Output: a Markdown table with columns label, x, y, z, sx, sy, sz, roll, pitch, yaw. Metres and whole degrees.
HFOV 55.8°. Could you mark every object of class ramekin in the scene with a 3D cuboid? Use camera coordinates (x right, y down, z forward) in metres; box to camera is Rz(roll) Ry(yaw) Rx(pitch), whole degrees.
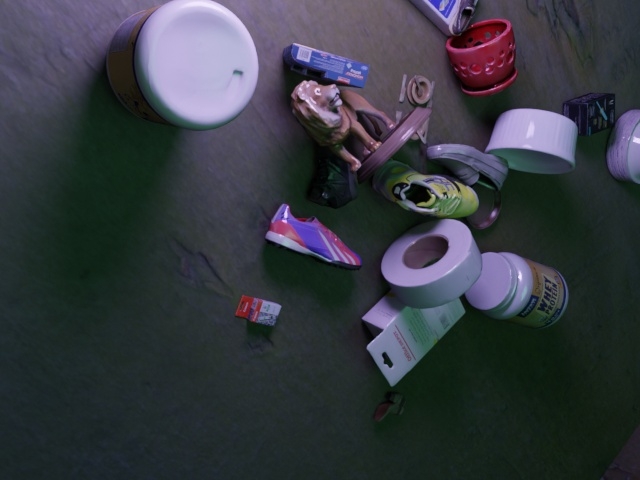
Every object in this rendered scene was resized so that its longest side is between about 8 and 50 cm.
| label | x | y | z | sx | sy | sz | roll | pitch | yaw |
| --- | --- | --- | --- | --- | --- | --- | --- | --- | --- |
| ramekin | 0.672 | -0.312 | 1.913 | 0.277 | 0.277 | 0.135 | 17 | 86 | -34 |

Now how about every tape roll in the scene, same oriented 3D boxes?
| label | x | y | z | sx | sy | sz | roll | pitch | yaw |
| --- | --- | --- | --- | --- | --- | --- | --- | --- | --- |
| tape roll | 0.327 | 0.065 | 1.780 | 0.286 | 0.286 | 0.100 | -42 | 121 | -16 |

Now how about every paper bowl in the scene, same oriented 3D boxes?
| label | x | y | z | sx | sy | sz | roll | pitch | yaw |
| --- | --- | --- | --- | --- | --- | --- | --- | --- | --- |
| paper bowl | 1.256 | -0.360 | 2.342 | 0.284 | 0.148 | 0.284 | -10 | 109 | -31 |

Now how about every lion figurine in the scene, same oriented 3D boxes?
| label | x | y | z | sx | sy | sz | roll | pitch | yaw |
| --- | --- | --- | --- | --- | --- | --- | --- | --- | --- |
| lion figurine | 0.056 | -0.317 | 1.555 | 0.240 | 0.392 | 0.142 | 44 | 110 | -4 |

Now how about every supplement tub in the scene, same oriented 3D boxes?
| label | x | y | z | sx | sy | sz | roll | pitch | yaw |
| --- | --- | --- | --- | --- | --- | --- | --- | --- | --- |
| supplement tub | 0.662 | 0.168 | 2.055 | 0.316 | 0.228 | 0.228 | 16 | 94 | -35 |
| supplement tub | -0.298 | -0.355 | 1.240 | 0.241 | 0.331 | 0.241 | -9 | 107 | -30 |

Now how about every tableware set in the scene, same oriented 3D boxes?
| label | x | y | z | sx | sy | sz | roll | pitch | yaw |
| --- | --- | --- | --- | --- | --- | --- | --- | --- | --- |
| tableware set | 0.288 | -0.387 | 1.782 | 0.128 | 0.039 | 0.194 | 2 | 102 | -33 |

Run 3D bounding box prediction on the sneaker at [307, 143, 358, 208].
| label | x | y | z | sx | sy | sz | roll | pitch | yaw |
| --- | --- | --- | --- | --- | --- | --- | --- | --- | --- |
| sneaker | 0.016 | -0.181 | 1.635 | 0.130 | 0.087 | 0.227 | -36 | 125 | -27 |

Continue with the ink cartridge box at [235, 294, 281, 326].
| label | x | y | z | sx | sy | sz | roll | pitch | yaw |
| --- | --- | --- | --- | --- | --- | --- | --- | --- | --- |
| ink cartridge box | -0.169 | 0.192 | 1.652 | 0.115 | 0.029 | 0.063 | 19 | 93 | -35 |

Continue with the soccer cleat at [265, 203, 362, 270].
| label | x | y | z | sx | sy | sz | roll | pitch | yaw |
| --- | --- | --- | --- | --- | --- | --- | --- | --- | --- |
| soccer cleat | 0.000 | 0.000 | 1.666 | 0.318 | 0.108 | 0.116 | 21 | 87 | -32 |

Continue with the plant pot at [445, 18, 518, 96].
| label | x | y | z | sx | sy | sz | roll | pitch | yaw |
| --- | --- | --- | --- | --- | --- | --- | --- | --- | --- |
| plant pot | 0.483 | -0.529 | 1.779 | 0.191 | 0.191 | 0.174 | -38 | 123 | -18 |

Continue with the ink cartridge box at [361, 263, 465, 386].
| label | x | y | z | sx | sy | sz | roll | pitch | yaw |
| --- | --- | --- | --- | --- | --- | --- | --- | --- | --- |
| ink cartridge box | 0.271 | 0.258 | 1.895 | 0.353 | 0.119 | 0.207 | -41 | 121 | -18 |

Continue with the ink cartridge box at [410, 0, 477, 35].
| label | x | y | z | sx | sy | sz | roll | pitch | yaw |
| --- | --- | --- | --- | --- | --- | --- | --- | --- | --- |
| ink cartridge box | 0.309 | -0.735 | 1.688 | 0.332 | 0.065 | 0.165 | 30 | 87 | -36 |

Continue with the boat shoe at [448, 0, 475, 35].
| label | x | y | z | sx | sy | sz | roll | pitch | yaw |
| --- | --- | --- | --- | --- | --- | --- | --- | --- | --- |
| boat shoe | 0.415 | -0.651 | 1.712 | 0.056 | 0.049 | 0.152 | 20 | 92 | -35 |

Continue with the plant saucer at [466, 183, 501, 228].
| label | x | y | z | sx | sy | sz | roll | pitch | yaw |
| --- | --- | --- | --- | --- | --- | --- | --- | --- | --- |
| plant saucer | 0.536 | -0.122 | 2.017 | 0.168 | 0.029 | 0.168 | -9 | 108 | -31 |

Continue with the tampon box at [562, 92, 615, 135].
| label | x | y | z | sx | sy | sz | roll | pitch | yaw |
| --- | --- | --- | --- | --- | --- | --- | --- | --- | --- |
| tampon box | 0.956 | -0.450 | 2.152 | 0.161 | 0.101 | 0.120 | -21 | 114 | -27 |

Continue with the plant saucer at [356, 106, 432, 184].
| label | x | y | z | sx | sy | sz | roll | pitch | yaw |
| --- | --- | --- | --- | --- | --- | --- | --- | --- | --- |
| plant saucer | 0.190 | -0.263 | 1.634 | 0.041 | 0.278 | 0.278 | 44 | 77 | -4 |

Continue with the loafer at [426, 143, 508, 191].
| label | x | y | z | sx | sy | sz | roll | pitch | yaw |
| --- | --- | --- | --- | --- | --- | --- | --- | --- | --- |
| loafer | 0.462 | -0.227 | 1.883 | 0.319 | 0.112 | 0.111 | 10 | 86 | -29 |

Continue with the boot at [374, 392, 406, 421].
| label | x | y | z | sx | sy | sz | roll | pitch | yaw |
| --- | --- | --- | --- | --- | --- | --- | --- | --- | --- |
| boot | 0.237 | 0.560 | 2.002 | 0.087 | 0.042 | 0.118 | 38 | 82 | -36 |

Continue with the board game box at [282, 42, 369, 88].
| label | x | y | z | sx | sy | sz | roll | pitch | yaw |
| --- | --- | --- | --- | --- | --- | --- | --- | --- | --- |
| board game box | 0.001 | -0.433 | 1.519 | 0.194 | 0.194 | 0.060 | 12 | 99 | -14 |

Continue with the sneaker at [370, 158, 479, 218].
| label | x | y | z | sx | sy | sz | roll | pitch | yaw |
| --- | --- | --- | --- | --- | --- | --- | --- | --- | --- |
| sneaker | 0.326 | -0.121 | 1.794 | 0.384 | 0.147 | 0.145 | 10 | 118 | -30 |
